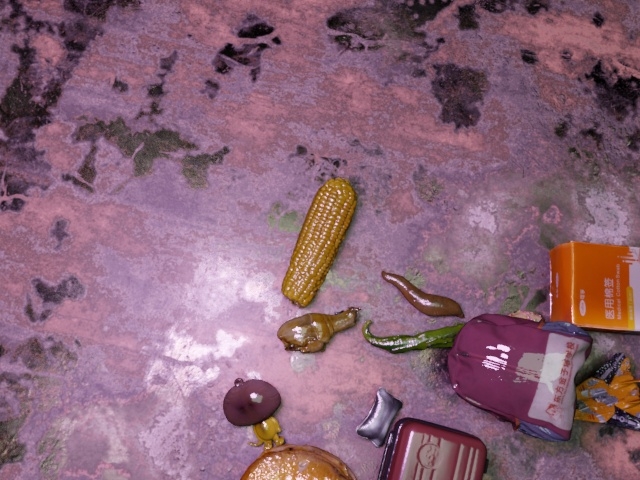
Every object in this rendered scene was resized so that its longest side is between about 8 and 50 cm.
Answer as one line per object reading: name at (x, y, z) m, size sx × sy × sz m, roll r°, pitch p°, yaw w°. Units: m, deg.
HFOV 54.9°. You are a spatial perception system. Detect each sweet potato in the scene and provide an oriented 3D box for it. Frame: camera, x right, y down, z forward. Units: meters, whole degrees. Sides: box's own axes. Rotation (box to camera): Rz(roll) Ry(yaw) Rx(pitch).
sweet potato at (0.268, 0.153, 1.627) m, size 0.249 × 0.059 × 0.069 m, roll 25°, pitch 57°, yaw 4°

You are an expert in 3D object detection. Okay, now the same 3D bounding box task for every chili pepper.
chili pepper at (0.289, 0.248, 1.604) m, size 0.358 × 0.076 × 0.085 m, roll 0°, pitch 103°, yaw -5°

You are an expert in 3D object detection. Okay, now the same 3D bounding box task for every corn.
corn at (0.000, 0.000, 1.604) m, size 0.120 × 0.120 × 0.364 m, roll 21°, pitch 80°, yaw -1°

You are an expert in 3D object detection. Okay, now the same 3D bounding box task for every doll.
doll at (-0.166, 0.426, 1.517) m, size 0.145 × 0.096 × 0.188 m, roll -3°, pitch 104°, yaw 9°

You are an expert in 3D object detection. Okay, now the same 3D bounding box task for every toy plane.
toy plane at (0.681, 0.420, 1.591) m, size 0.315 × 0.103 × 0.204 m, roll -13°, pitch 78°, yaw -1°

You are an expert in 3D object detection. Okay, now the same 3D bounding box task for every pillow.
pillow at (0.151, 0.446, 1.552) m, size 0.091 × 0.055 × 0.136 m, roll 34°, pitch 79°, yaw 0°

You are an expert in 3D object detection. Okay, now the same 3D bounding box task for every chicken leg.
chicken leg at (0.003, 0.230, 1.576) m, size 0.227 × 0.088 × 0.103 m, roll -11°, pitch 69°, yaw -14°

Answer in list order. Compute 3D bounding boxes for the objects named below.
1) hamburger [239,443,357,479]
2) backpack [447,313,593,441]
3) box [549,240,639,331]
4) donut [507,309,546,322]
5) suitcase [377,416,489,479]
hamburger at (-0.047, 0.629, 1.434) m, size 0.313 × 0.170 × 0.290 m, roll 14°, pitch 75°, yaw -1°
backpack at (0.472, 0.316, 1.504) m, size 0.316 × 0.197 × 0.284 m, roll 13°, pitch 81°, yaw 15°
box at (0.788, 0.134, 1.633) m, size 0.340 × 0.143 × 0.225 m, roll 5°, pitch 78°, yaw -5°
donut at (0.561, 0.244, 1.627) m, size 0.166 × 0.065 × 0.108 m, roll 35°, pitch 77°, yaw 2°
suitcase at (0.258, 0.592, 1.477) m, size 0.236 × 0.161 × 0.297 m, roll 17°, pitch 78°, yaw -2°
